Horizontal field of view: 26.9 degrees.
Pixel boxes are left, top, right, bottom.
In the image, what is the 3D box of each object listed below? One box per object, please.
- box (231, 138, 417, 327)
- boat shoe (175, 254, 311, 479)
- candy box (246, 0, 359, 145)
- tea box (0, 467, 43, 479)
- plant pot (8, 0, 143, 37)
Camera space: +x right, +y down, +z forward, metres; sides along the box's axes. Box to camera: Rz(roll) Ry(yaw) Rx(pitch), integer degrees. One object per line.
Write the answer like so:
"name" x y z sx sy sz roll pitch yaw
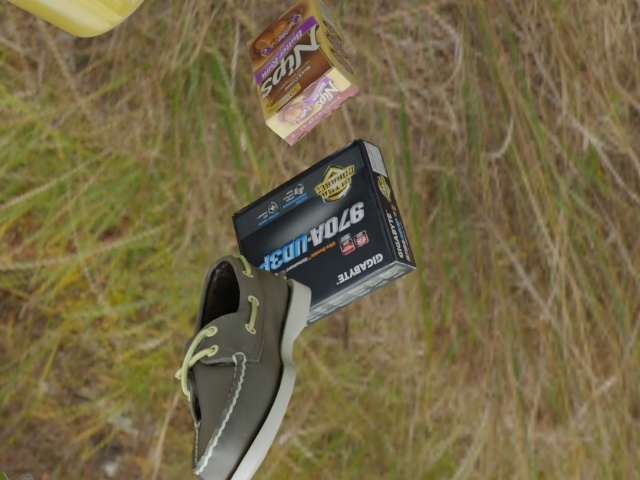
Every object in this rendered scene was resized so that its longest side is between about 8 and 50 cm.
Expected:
"box" 0.000 0.000 1.670 0.220 0.175 0.051 -29 153 29
"boat shoe" -0.076 0.108 1.136 0.091 0.305 0.109 31 114 -10
"candy box" -0.024 -0.211 1.610 0.109 0.186 0.053 -38 127 18
"tea box" -0.397 0.436 1.291 0.324 0.220 0.328 -5 114 -31
"plant pot" -0.323 -0.373 1.580 0.254 0.254 0.239 -23 138 26
